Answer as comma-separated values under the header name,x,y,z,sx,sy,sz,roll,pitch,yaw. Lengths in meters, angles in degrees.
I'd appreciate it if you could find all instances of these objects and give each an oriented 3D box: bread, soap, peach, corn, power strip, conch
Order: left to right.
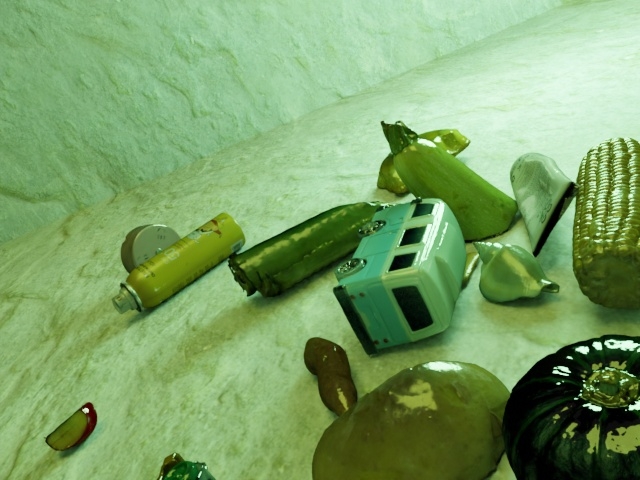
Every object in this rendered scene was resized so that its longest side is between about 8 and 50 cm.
name,x,y,z,sx,sy,sz,roll,pitch,yaw
peach,-0.413,0.317,0.983,0.077,0.050,0.083,-38,0,39
power strip,-0.437,0.033,1.533,0.078,0.154,0.154,-5,29,47
bread,0.244,-0.205,1.443,0.233,0.088,0.161,-32,27,-10
soap,0.240,0.045,0.967,0.034,0.012,0.089,-10,26,39
conch,0.273,0.042,0.868,0.088,0.065,0.180,-27,30,-10
corn,0.415,-0.032,0.807,0.131,0.131,0.344,-10,28,33

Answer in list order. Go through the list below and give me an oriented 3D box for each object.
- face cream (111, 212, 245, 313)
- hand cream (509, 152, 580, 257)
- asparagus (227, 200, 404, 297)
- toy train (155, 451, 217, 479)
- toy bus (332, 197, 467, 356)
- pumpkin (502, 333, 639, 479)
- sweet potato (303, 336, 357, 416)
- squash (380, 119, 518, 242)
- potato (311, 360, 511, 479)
name,x,y,z,sx,sy,sz,roll,pitch,yaw
face cream,-0.348,0.062,1.429,0.349,0.105,0.105,-37,25,-27
hand cream,0.371,-0.084,0.992,0.076,0.121,0.336,21,23,5
asparagus,0.000,0.000,1.206,0.382,0.108,0.128,-28,20,-12
toy train,-0.174,0.336,0.641,0.136,0.091,0.227,-31,20,11
toy bus,0.142,0.038,0.921,0.165,0.133,0.271,-17,22,29
pumpkin,0.259,0.164,0.505,0.202,0.140,0.202,-24,22,10
sweet potato,0.017,0.186,0.820,0.065,0.051,0.218,-66,20,9
squash,0.206,-0.101,1.065,0.137,0.287,0.137,-53,11,15
potato,0.096,0.210,0.623,0.261,0.100,0.120,-26,21,-2
